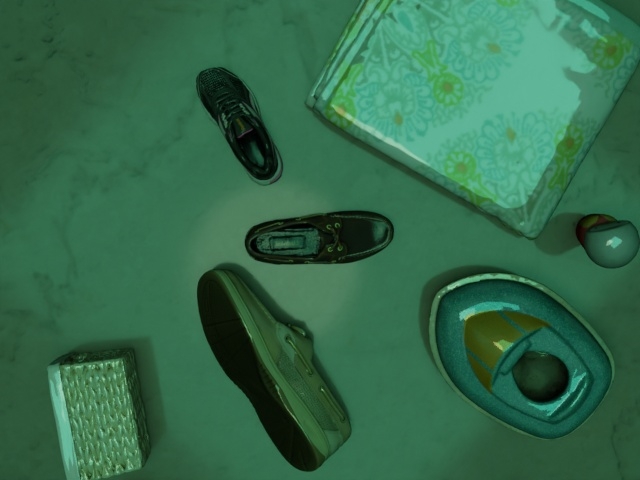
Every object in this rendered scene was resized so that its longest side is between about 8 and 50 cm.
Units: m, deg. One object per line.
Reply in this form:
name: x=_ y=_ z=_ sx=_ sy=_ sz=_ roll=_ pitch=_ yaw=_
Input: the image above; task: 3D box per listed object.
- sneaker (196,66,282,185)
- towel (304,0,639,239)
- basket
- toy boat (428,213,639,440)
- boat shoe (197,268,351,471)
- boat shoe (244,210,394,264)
sneaker: x=-0.106 y=-0.160 z=1.260 sx=0.072 sy=0.077 sz=0.178 roll=-35 pitch=91 yaw=0
towel: x=0.208 y=-0.228 z=1.255 sx=0.374 sy=0.090 sz=0.321 roll=30 pitch=95 yaw=-1
basket: x=-0.295 y=0.233 z=1.259 sx=0.103 sy=0.113 sz=0.167 roll=-9 pitch=92 yaw=-4
toy boat: x=0.295 y=0.098 z=1.221 sx=0.267 sy=0.148 sz=0.318 roll=33 pitch=99 yaw=-2
boat shoe: x=-0.061 y=0.163 z=1.269 sx=0.098 sy=0.109 sz=0.302 roll=-33 pitch=92 yaw=-38
boat shoe: x=0.000 y=0.000 z=1.269 sx=0.206 sy=0.073 sz=0.073 roll=-8 pitch=91 yaw=-1
